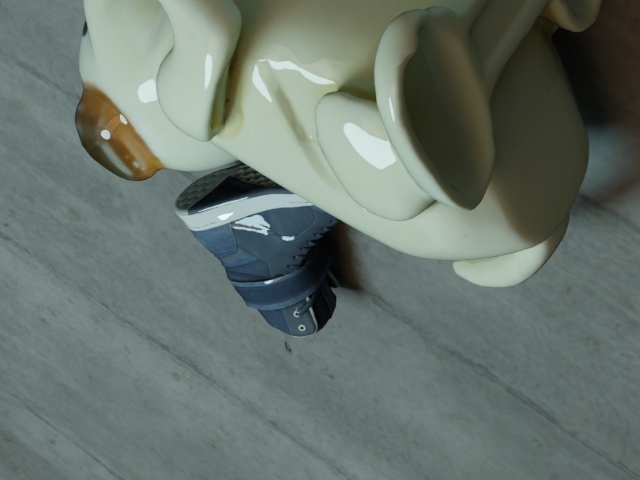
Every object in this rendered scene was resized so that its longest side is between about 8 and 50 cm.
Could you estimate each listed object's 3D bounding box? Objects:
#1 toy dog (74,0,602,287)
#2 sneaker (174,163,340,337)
[{"bbox_3d":[-0.005,-0.148,1.367,0.408,0.285,0.395,13,153,32],"label":"toy dog"},{"bbox_3d":[0.000,-0.001,1.588,0.226,0.086,0.163,-12,121,37],"label":"sneaker"}]
